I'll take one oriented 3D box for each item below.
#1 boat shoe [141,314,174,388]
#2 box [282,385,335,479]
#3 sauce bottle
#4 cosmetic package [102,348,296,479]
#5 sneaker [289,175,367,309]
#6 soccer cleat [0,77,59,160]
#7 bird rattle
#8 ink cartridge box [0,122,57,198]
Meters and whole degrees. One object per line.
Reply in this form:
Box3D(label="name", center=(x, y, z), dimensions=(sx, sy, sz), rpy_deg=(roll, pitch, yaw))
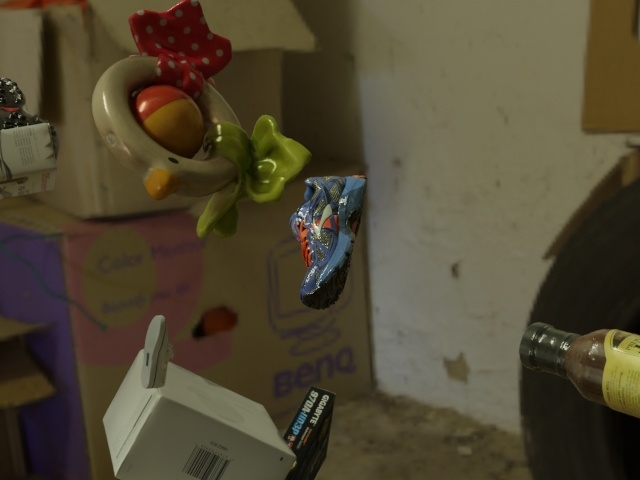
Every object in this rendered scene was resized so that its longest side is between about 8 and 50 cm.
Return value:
Box3D(label="boat shoe", center=(-0.212, 0.148, 1.524), dimensions=(0.035, 0.100, 0.035), rpy_deg=(5, 6, -34))
Box3D(label="box", center=(-0.041, 0.383, 1.961), dimensions=(0.051, 0.175, 0.220), rpy_deg=(17, 40, 12))
Box3D(label="sauce bottle", center=(0.424, 0.182, 1.563), dimensions=(0.111, 0.112, 0.344), rpy_deg=(-17, 22, -41))
Box3D(label="cosmetic package", center=(-0.184, 0.291, 1.687), dimensions=(0.224, 0.138, 0.224), rpy_deg=(28, 4, -18))
Box3D(label="sneaker", center=(0.000, 0.000, 1.436), dimensions=(0.087, 0.083, 0.221), rpy_deg=(11, 42, 4))
Box3D(label="soccer cleat", center=(-0.431, -0.125, 1.562), dimensions=(0.108, 0.117, 0.318), rpy_deg=(1, 25, -29))
Box3D(label="bird rattle", center=(-0.135, -0.129, 1.153), dimensions=(0.143, 0.254, 0.207), rpy_deg=(-34, -9, 36))
Box3D(label="ink cartridge box", center=(-0.361, -0.080, 1.262), dimensions=(0.135, 0.056, 0.099), rpy_deg=(-12, -8, -16))
